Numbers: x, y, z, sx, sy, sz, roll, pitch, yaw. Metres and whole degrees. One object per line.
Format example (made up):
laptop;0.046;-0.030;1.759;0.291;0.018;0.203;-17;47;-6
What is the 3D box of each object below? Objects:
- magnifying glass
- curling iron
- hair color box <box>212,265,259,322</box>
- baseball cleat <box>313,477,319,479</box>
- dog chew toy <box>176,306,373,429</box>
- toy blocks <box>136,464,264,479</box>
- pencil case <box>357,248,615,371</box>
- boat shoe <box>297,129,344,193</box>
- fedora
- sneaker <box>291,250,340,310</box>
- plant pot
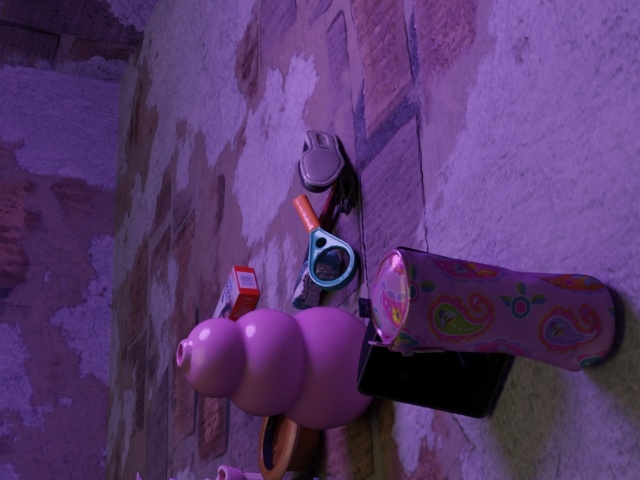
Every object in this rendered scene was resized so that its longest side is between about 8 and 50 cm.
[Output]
magnifying glass;0.000;0.000;2.118;0.092;0.026;0.231;-33;47;7
curling iron;0.004;-0.016;2.197;0.068;0.035;0.274;-102;30;-42
hair color box;-0.192;0.149;2.612;0.093;0.053;0.167;-108;32;-47
baseball cleat;-0.031;0.516;2.080;0.109;0.072;0.206;-91;24;-59
dog chew toy;-0.072;0.202;1.908;0.206;0.332;0.206;-171;90;-69
toy blocks;-0.249;0.616;2.307;0.309;0.260;0.288;136;136;-57
pencil case;0.195;0.083;1.341;0.124;0.284;0.124;-173;90;-72
boat shoe;-0.003;-0.134;2.163;0.233;0.084;0.079;-88;10;-65
fedora;-0.052;0.364;2.147;0.194;0.079;0.194;-165;90;-70
sneaker;-0.013;0.060;2.184;0.166;0.065;0.076;127;151;-46
plant pot;0.155;0.107;1.598;0.167;0.187;0.188;-100;25;-64
